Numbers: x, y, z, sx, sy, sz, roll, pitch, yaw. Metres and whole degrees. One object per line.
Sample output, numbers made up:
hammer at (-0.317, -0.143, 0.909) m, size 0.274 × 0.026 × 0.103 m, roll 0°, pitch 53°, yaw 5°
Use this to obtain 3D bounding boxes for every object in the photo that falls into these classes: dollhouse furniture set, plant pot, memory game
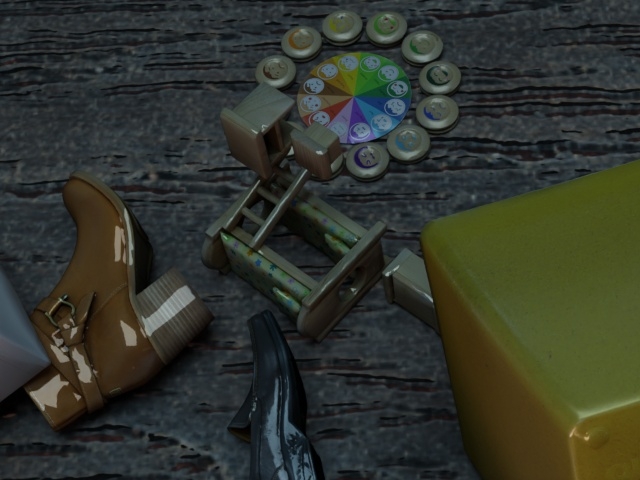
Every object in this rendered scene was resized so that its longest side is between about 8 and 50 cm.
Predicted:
dollhouse furniture set at (0.000, 0.000, 1.110) m, size 0.182 × 0.161 × 0.101 m, roll 34°, pitch 68°, yaw 27°
plant pot at (0.203, 0.094, 0.957) m, size 0.212 × 0.212 × 0.187 m, roll -16°, pitch 34°, yaw -2°
memory game at (0.028, -0.127, 1.276) m, size 0.186 × 0.012 × 0.186 m, roll -4°, pitch 57°, yaw 6°

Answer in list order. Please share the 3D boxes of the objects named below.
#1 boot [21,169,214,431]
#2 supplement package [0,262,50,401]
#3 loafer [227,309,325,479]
boot at (-0.193, 0.043, 1.167) m, size 0.152 × 0.073 × 0.197 m, roll -37°, pitch 54°, yaw -8°
supplement package at (-0.345, 0.065, 1.069) m, size 0.203 × 0.194 × 0.149 m, roll -37°, pitch 59°, yaw 5°
loafer at (-0.040, 0.128, 1.095) m, size 0.061 × 0.062 × 0.170 m, roll -15°, pitch 55°, yaw 4°
